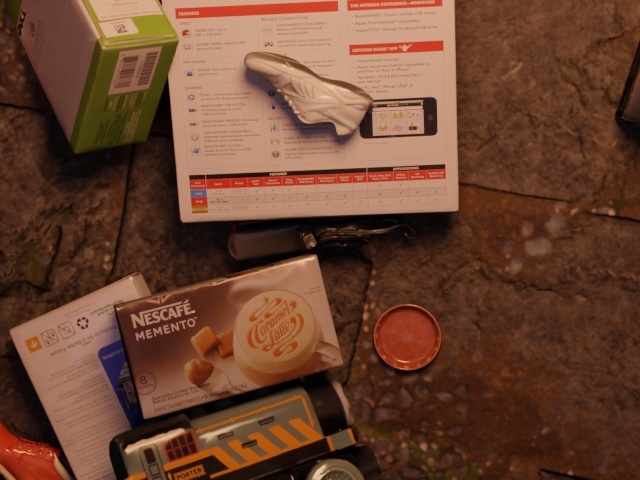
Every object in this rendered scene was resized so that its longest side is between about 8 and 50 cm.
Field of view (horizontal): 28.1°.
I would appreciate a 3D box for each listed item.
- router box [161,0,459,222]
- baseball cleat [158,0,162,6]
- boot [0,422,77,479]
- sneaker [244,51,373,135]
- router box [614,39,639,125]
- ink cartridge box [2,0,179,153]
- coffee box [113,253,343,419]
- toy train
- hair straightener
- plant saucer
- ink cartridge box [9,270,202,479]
[{"bbox_3d":[-0.007,-0.179,1.504,0.336,0.082,0.301,-2,107,2],"label":"router box"},{"bbox_3d":[-0.154,-0.306,1.559,0.206,0.072,0.109,22,91,-6],"label":"baseball cleat"},{"bbox_3d":[-0.378,0.273,1.644,0.085,0.059,0.158,-35,100,5],"label":"boot"},{"bbox_3d":[-0.020,-0.164,1.438,0.152,0.053,0.061,24,109,-6],"label":"sneaker"},{"bbox_3d":[0.508,-0.252,1.480,0.243,0.081,0.308,18,97,4],"label":"router box"},{"bbox_3d":[-0.278,-0.261,1.513,0.097,0.188,0.255,-13,61,-30],"label":"ink cartridge box"},{"bbox_3d":[-0.113,0.113,1.542,0.247,0.098,0.141,-14,93,-11],"label":"coffee box"},{"bbox_3d":[-0.094,0.279,1.531,0.334,0.142,0.190,-17,81,-19],"label":"toy train"},{"bbox_3d":[0.000,0.000,1.558,0.231,0.089,0.047,-2,111,4],"label":"hair straightener"},{"bbox_3d":[0.108,0.120,1.595,0.084,0.013,0.083,1,96,7],"label":"plant saucer"},{"bbox_3d":[-0.234,0.241,1.619,0.176,0.069,0.370,-24,90,7],"label":"ink cartridge box"}]
